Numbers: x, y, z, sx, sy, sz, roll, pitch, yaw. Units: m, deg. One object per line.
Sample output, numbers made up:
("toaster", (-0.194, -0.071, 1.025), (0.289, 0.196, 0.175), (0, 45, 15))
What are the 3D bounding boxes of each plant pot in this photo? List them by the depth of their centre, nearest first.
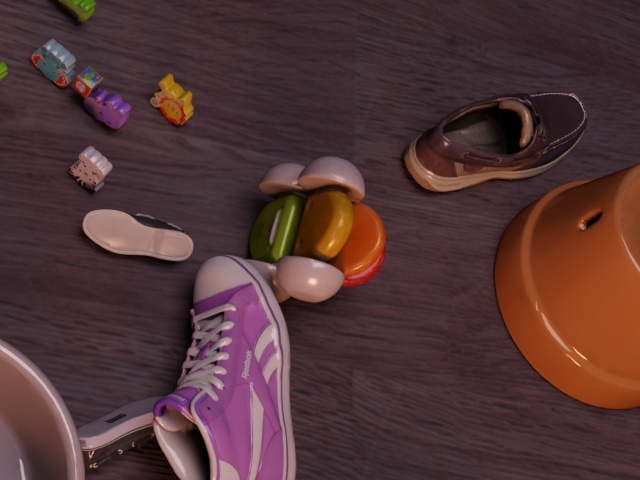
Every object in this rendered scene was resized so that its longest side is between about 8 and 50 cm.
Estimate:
("plant pot", (0.384, 0.035, 2.058), (0.291, 0.203, 0.291), (11, 62, -22))

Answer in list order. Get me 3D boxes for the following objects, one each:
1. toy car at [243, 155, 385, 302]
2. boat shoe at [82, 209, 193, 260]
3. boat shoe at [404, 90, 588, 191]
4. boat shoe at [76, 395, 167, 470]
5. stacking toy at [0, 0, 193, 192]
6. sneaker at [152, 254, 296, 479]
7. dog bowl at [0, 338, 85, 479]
("toy car", (0.000, 0.000, 1.906), (0.136, 0.182, 0.159), (24, 72, -34))
("boat shoe", (-0.202, -0.009, 1.883), (0.125, 0.038, 0.046), (11, 102, -16))
("boat shoe", (0.236, -0.135, 2.137), (0.285, 0.092, 0.103), (-15, 73, -32))
("boat shoe", (-0.199, 0.199, 1.777), (0.142, 0.049, 0.040), (-19, 112, -41))
("stacking toy", (-0.272, -0.176, 1.930), (0.221, 0.052, 0.167), (43, 52, 1))
("sneaker", (-0.111, 0.136, 1.781), (0.161, 0.102, 0.282), (17, 54, -50))
("dog bowl", (-0.384, 0.230, 1.628), (0.349, 0.102, 0.349), (12, 60, -21))
